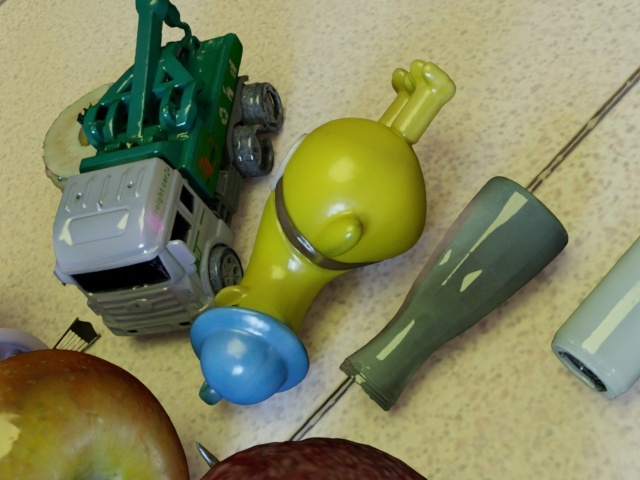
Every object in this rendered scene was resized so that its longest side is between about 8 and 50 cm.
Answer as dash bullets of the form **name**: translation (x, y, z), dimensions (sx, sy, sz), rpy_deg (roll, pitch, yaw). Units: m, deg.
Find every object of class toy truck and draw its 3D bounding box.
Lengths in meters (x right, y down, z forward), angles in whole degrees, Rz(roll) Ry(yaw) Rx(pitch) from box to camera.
- **toy truck**: translation (-0.164, -0.086, 1.016), dimensions (0.176, 0.178, 0.363), rpy_deg (-10, 55, 23)

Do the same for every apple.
- **apple**: translation (-0.218, 0.208, 0.798), dimensions (0.173, 0.210, 0.235), rpy_deg (-14, 72, 48)

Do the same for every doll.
- **doll**: translation (0.000, 0.000, 0.899), dimensions (0.363, 0.145, 0.199), rpy_deg (-55, 9, -5)

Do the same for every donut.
- **donut**: translation (-0.275, -0.107, 1.166), dimensions (0.108, 0.065, 0.166), rpy_deg (-22, 49, 14)

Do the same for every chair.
- **chair**: translation (-0.263, 0.124, 1.002), dimensions (0.086, 0.037, 0.042), rpy_deg (-46, 35, -4)

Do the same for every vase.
- **vase**: translation (0.109, 0.049, 0.826), dimensions (0.214, 0.086, 0.086), rpy_deg (-47, 47, -3)

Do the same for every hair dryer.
- **hair dryer**: translation (0.297, 0.097, 0.701), dimensions (0.131, 0.073, 0.236), rpy_deg (-47, 56, -8)

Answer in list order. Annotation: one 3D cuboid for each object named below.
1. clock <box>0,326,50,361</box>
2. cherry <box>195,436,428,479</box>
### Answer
- **clock**: translation (-0.319, 0.174, 0.886), dimensions (0.068, 0.197, 0.197), rpy_deg (3, 58, 30)
- **cherry**: translation (0.012, 0.249, 0.627), dimensions (0.203, 0.230, 0.300), rpy_deg (-43, 61, 12)
